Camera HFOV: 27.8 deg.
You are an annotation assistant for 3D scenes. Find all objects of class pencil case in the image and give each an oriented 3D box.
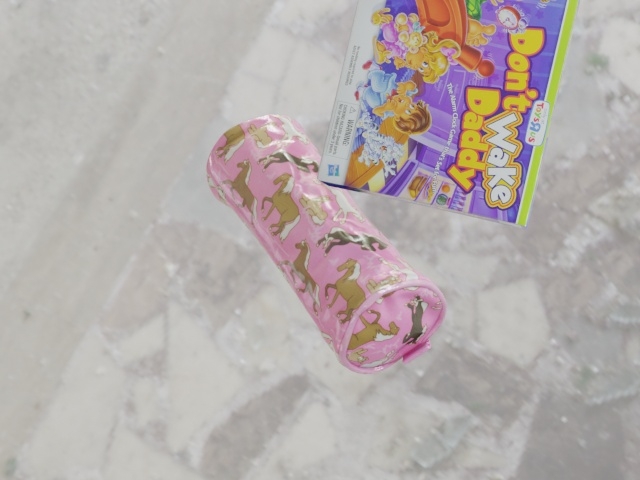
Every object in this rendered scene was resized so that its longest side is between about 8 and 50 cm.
[{"bbox_3d":[0.000,0.000,1.655,0.386,0.167,0.160,51,131,39],"label":"pencil case"}]

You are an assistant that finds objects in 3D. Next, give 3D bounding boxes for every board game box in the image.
[{"bbox_3d":[0.151,-0.206,1.416,0.233,0.078,0.347,13,90,10],"label":"board game box"}]
